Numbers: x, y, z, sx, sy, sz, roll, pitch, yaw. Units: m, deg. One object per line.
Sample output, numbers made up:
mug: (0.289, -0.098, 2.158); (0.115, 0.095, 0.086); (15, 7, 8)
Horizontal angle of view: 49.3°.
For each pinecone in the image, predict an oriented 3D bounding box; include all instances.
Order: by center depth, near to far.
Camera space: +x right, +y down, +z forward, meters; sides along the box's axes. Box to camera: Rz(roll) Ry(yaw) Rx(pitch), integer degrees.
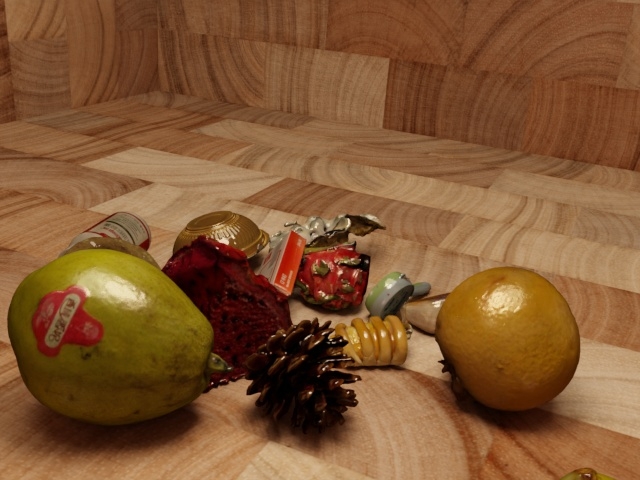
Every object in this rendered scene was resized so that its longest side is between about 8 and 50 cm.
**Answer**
pinecone: (-0.025, 0.235, 1.188); (0.207, 0.208, 0.208); (4, 22, -1)

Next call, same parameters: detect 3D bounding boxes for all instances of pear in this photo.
pear: (-0.326, 0.168, 1.160); (0.375, 0.287, 0.287); (15, 23, 2)

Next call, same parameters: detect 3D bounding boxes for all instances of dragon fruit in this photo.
dragon fruit: (-0.179, 0.134, 1.304); (0.302, 0.330, 0.240); (2, 44, -10)
dragon fruit: (0.025, 0.076, 1.616); (0.172, 0.160, 0.167); (9, 65, 9)

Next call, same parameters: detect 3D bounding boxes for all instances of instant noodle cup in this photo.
instant noodle cup: (-0.268, -0.013, 1.771); (0.274, 0.091, 0.274); (-12, 21, 4)

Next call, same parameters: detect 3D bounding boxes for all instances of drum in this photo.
drum: (0.182, 0.137, 1.626); (0.049, 0.130, 0.253); (44, 9, 25)

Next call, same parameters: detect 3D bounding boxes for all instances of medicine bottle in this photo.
medicine bottle: (-0.516, 0.022, 1.676); (0.131, 0.131, 0.250); (9, 22, 11)

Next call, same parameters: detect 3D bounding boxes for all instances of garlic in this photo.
garlic: (0.287, 0.151, 1.575); (0.198, 0.090, 0.128); (-17, 18, -33)

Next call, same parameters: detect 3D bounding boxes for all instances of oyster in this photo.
oyster: (0.001, 0.002, 1.803); (0.238, 0.115, 0.351); (-6, 24, 42)

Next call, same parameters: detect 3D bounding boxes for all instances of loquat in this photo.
loquat: (0.338, 0.187, 1.289); (0.274, 0.275, 0.275); (4, 22, -1)

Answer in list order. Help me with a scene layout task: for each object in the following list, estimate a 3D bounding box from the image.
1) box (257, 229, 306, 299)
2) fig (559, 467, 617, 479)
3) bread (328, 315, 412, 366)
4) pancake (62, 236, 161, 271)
box: (-0.102, 0.082, 1.570); (0.050, 0.123, 0.229); (36, 32, -13)
fig: (0.386, 0.393, 0.958); (0.153, 0.121, 0.136); (33, 22, 7)
bread: (0.103, 0.203, 1.414); (0.177, 0.084, 0.119); (-4, 23, -9)
pancake: (-0.445, 0.084, 1.507); (0.242, 0.050, 0.242); (22, 42, -22)
